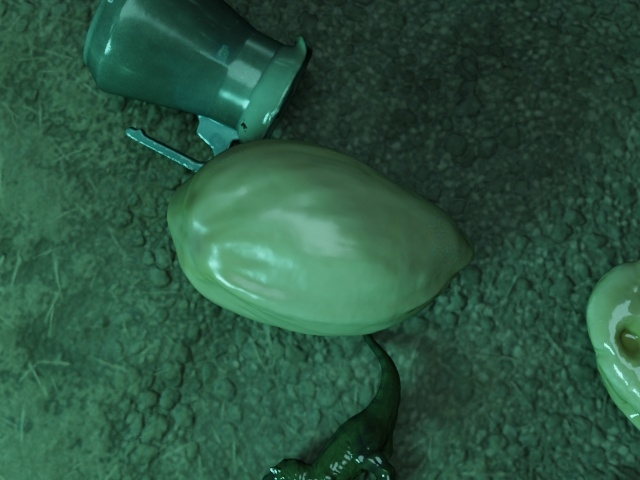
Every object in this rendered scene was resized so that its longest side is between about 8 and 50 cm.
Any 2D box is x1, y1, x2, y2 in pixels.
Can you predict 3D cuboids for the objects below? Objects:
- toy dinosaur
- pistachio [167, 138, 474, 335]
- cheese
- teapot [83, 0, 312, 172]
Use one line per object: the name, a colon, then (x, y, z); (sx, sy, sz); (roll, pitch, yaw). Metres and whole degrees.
toy dinosaur: (0.010, 0.202, 1.305); (0.187, 0.087, 0.179); (-22, 80, -4)
pistachio: (0.000, 0.000, 1.298); (0.331, 0.208, 0.226); (10, 35, -2)
cheese: (0.391, 0.114, 1.296); (0.235, 0.117, 0.218); (19, 81, 4)
teapot: (-0.142, -0.191, 1.360); (0.225, 0.171, 0.203); (28, 100, 1)
